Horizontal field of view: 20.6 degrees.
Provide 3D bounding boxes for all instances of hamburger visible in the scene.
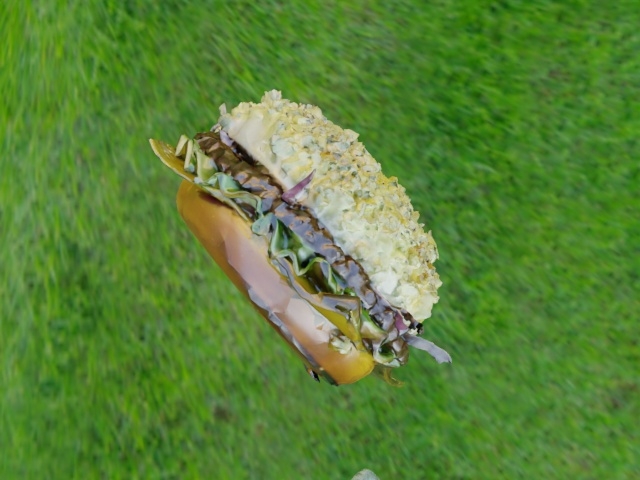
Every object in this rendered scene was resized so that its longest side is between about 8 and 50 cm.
[{"bbox_3d":[0.000,0.000,1.274,0.138,0.243,0.262,-41,72,-2],"label":"hamburger"}]

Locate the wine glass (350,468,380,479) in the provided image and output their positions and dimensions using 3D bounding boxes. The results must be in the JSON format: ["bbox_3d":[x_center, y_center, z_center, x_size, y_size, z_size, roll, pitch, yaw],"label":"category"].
[{"bbox_3d":[-0.123,0.350,1.622,0.406,0.267,0.267,-13,105,18],"label":"wine glass"}]
